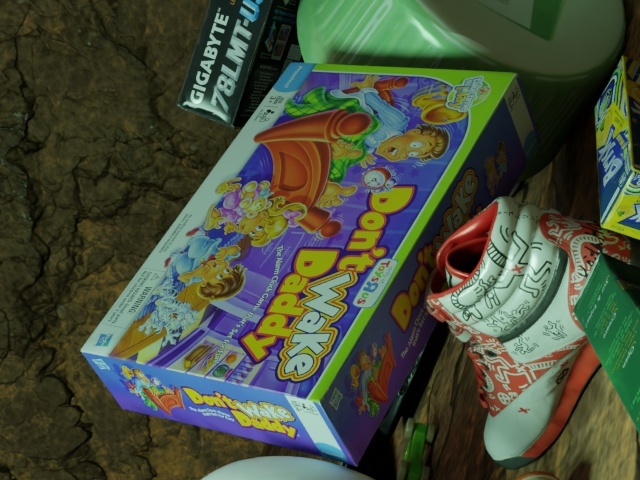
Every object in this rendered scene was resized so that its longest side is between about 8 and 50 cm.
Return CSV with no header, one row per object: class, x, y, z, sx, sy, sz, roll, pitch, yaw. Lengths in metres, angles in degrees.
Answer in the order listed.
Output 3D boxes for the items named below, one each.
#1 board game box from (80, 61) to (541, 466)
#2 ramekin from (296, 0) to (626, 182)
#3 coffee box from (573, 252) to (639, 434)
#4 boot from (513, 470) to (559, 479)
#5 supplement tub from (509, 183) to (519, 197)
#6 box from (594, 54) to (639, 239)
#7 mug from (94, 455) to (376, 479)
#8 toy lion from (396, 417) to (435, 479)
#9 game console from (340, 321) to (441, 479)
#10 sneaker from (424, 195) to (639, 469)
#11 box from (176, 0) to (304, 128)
board game box,0.000,0.000,1.106,0.347,0.233,0.078,-57,-42,-31
ramekin,0.144,-0.215,1.314,0.148,0.303,0.303,-53,16,50
coffee box,0.193,0.066,0.658,0.184,0.113,0.040,-83,17,-76
boot,0.140,0.208,1.009,0.084,0.059,0.158,-68,0,-50
supplement tub,0.143,-0.213,1.585,0.241,0.241,0.331,117,171,-56
box,0.237,-0.067,0.993,0.169,0.059,0.054,-76,6,-55
mug,-0.051,0.326,1.033,0.276,0.328,0.374,-83,14,-68
toy lion,0.095,0.258,1.485,0.100,0.034,0.096,-75,-1,-49
game console,0.088,0.216,1.655,0.213,0.044,0.361,-93,22,-74
sneaker,0.139,0.069,1.039,0.270,0.145,0.090,115,173,-49
box,-0.030,-0.265,1.430,0.295,0.073,0.293,-21,-50,-74
